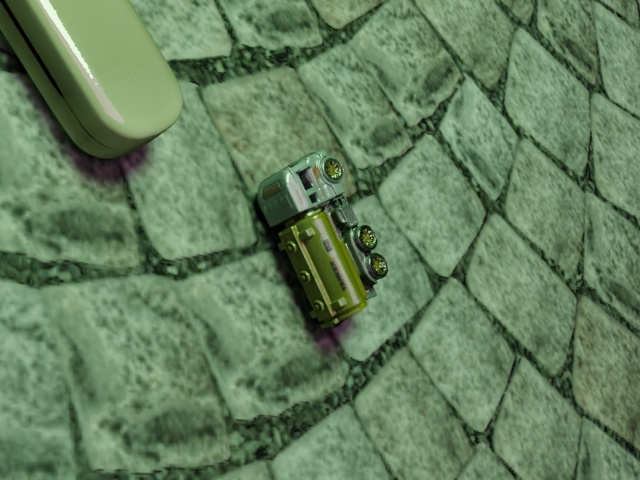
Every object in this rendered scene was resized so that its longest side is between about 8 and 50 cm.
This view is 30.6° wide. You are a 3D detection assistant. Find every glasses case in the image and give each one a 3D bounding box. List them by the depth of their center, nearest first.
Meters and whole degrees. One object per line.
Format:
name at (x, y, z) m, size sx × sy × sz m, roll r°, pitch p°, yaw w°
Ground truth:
glasses case at (-0.166, -0.148, 0.769) m, size 0.083 × 0.050 × 0.196 m, roll -35°, pitch 95°, yaw -46°

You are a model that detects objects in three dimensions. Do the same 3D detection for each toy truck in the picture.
toy truck at (0.000, 0.000, 0.859) m, size 0.063 × 0.052 × 0.123 m, roll -26°, pitch 90°, yaw -42°
